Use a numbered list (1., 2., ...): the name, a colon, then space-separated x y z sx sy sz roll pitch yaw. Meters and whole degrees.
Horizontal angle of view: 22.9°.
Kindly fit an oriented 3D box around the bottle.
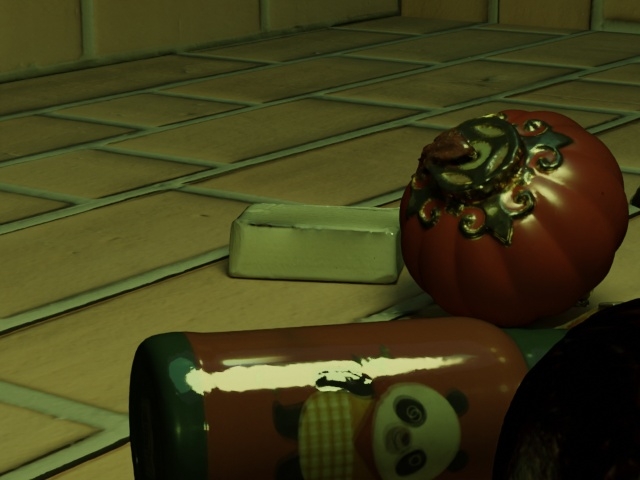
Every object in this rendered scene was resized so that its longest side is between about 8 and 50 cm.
1. bottle: 0.043 0.120 1.096 0.336 0.144 0.144 -5 15 -18

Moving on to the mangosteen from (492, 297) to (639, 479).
1. mangosteen: 0.223 0.146 0.813 0.288 0.233 0.287 -5 14 1

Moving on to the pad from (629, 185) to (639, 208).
1. pad: 0.441 -0.095 1.597 0.004 0.220 0.330 41 14 35

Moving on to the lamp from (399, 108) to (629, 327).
1. lamp: 0.181 -0.026 1.517 0.227 0.226 0.227 0 15 0

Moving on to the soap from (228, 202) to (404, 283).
1. soap: 0.000 0.000 1.719 0.183 0.063 0.121 3 14 10

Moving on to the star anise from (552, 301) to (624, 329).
1. star anise: 0.291 0.098 1.280 0.288 0.088 0.288 8 5 -1
